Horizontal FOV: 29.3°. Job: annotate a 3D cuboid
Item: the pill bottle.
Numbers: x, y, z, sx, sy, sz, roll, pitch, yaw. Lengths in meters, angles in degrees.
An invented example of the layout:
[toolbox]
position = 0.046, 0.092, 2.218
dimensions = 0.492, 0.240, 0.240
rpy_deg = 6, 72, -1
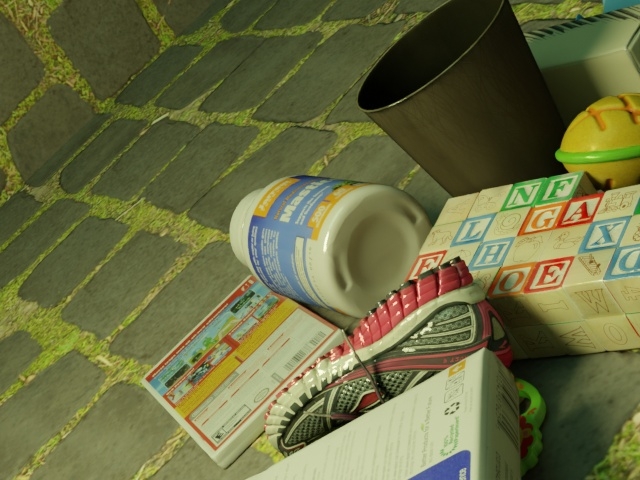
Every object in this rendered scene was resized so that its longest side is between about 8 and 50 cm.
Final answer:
[pill bottle]
position = 0.000, 0.000, 1.447
dimensions = 0.152, 0.152, 0.272
rpy_deg = -47, 27, -17

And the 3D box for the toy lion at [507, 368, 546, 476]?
[toy lion]
position = 0.163, 0.170, 1.090
dimensions = 0.100, 0.034, 0.096
rpy_deg = -45, 32, -12

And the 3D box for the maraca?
[maraca]
position = 0.323, -0.103, 1.243
dimensions = 0.185, 0.099, 0.127
rpy_deg = -18, 16, -31

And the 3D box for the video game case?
[video game case]
position = -0.099, 0.148, 1.483
dimensions = 0.204, 0.025, 0.285
rpy_deg = -44, 26, -10

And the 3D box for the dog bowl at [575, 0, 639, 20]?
[dog bowl]
position = 0.412, -0.311, 1.501
dimensions = 0.166, 0.074, 0.297
rpy_deg = -21, 31, 35

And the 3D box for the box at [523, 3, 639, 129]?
[box]
position = 0.283, -0.183, 1.421
dimensions = 0.275, 0.113, 0.094
rpy_deg = -5, 40, 48

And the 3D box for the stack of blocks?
[stack of blocks]
position = 0.227, 0.022, 1.178
dimensions = 0.297, 0.087, 0.171
rpy_deg = -12, 36, 45

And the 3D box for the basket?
[basket]
position = 0.179, -0.125, 1.325
dimensions = 0.204, 0.227, 0.154
rpy_deg = -48, 26, -16

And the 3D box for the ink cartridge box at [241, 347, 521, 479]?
[ink cartridge box]
position = 0.017, 0.246, 0.963
dimensions = 0.307, 0.072, 0.304
rpy_deg = -34, 17, 21

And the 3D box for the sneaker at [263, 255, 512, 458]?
[sneaker]
position = 0.053, 0.141, 1.159
dimensions = 0.120, 0.112, 0.299
rpy_deg = -21, -19, -47
